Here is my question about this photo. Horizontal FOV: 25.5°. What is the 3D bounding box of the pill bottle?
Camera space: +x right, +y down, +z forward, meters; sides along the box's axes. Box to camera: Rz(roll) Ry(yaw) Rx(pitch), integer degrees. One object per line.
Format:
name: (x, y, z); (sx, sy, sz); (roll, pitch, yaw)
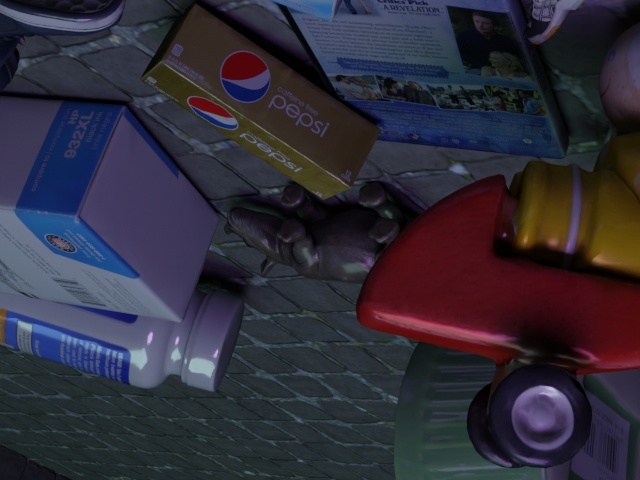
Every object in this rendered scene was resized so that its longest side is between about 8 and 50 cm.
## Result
pill bottle: (-0.232, 0.080, 1.606); (0.272, 0.152, 0.152); (17, 158, 4)

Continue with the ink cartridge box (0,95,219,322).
ink cartridge box: (-0.292, -0.037, 1.409); (0.307, 0.129, 0.223); (7, 156, 26)

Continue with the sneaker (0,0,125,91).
sneaker: (-0.235, -0.170, 1.098); (0.226, 0.086, 0.163); (18, 151, 20)

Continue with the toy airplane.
toy airplane: (0.261, -0.015, 0.893); (0.384, 0.272, 0.386); (1, 166, -45)

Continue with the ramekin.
ramekin: (0.216, 0.212, 1.387); (0.148, 0.303, 0.303); (-10, 145, 36)

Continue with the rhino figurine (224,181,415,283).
rhino figurine: (0.000, 0.000, 1.344); (0.243, 0.073, 0.106); (2, 150, 38)

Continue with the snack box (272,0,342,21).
snack box: (-0.125, -0.254, 0.843); (0.322, 0.060, 0.187); (20, 154, 3)

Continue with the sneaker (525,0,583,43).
sneaker: (0.149, -0.160, 0.918); (0.037, 0.032, 0.083); (34, 152, -2)

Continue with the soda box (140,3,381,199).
soda box: (-0.046, -0.107, 1.115); (0.181, 0.058, 0.061); (32, 162, -16)

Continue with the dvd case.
dvd case: (0.070, -0.139, 1.030); (0.180, 0.022, 0.253); (8, 156, 26)
